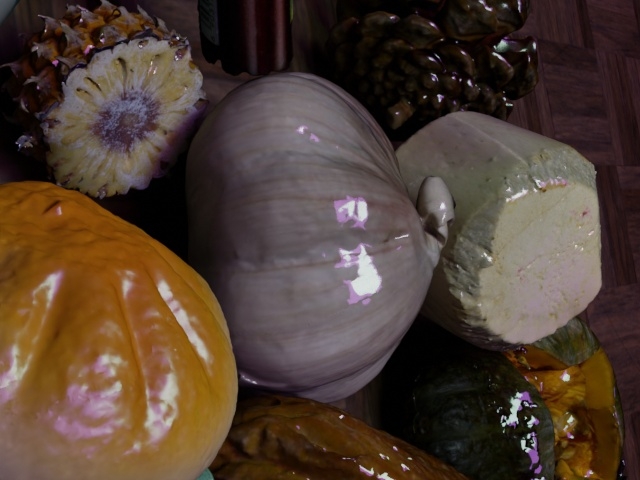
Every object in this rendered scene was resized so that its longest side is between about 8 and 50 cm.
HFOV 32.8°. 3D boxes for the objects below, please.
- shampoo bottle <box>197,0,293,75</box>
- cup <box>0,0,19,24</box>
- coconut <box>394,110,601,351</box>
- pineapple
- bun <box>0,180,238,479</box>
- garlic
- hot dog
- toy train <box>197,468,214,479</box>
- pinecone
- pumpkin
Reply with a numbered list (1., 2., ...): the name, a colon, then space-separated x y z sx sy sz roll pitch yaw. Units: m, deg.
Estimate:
1. shampoo bottle: -0.065 -0.302 0.872 0.129 0.084 0.323 -112 -162 -55
2. cup: -0.311 -0.230 0.691 0.257 0.290 0.219 -53 164 4
3. coconut: 0.166 -0.017 1.156 0.239 0.244 0.239 -12 117 -25
4. pineapple: -0.199 -0.137 0.925 0.176 0.137 0.161 -1 124 -47
5. bun: -0.192 0.049 0.727 0.299 0.299 0.164 -5 123 -50
6. garlic: -0.017 0.000 0.996 0.241 0.322 0.321 9 70 -14
7. hot dog: 0.034 0.269 0.973 0.387 0.267 0.174 34 39 -43
8. toy train: -0.201 0.208 0.787 0.248 0.159 0.101 -2 67 -42
9. pinecone: 0.135 -0.235 1.251 0.244 0.244 0.309 45 39 -33
10. pumpkin: 0.223 0.214 1.259 0.320 0.192 0.320 13 72 -47
